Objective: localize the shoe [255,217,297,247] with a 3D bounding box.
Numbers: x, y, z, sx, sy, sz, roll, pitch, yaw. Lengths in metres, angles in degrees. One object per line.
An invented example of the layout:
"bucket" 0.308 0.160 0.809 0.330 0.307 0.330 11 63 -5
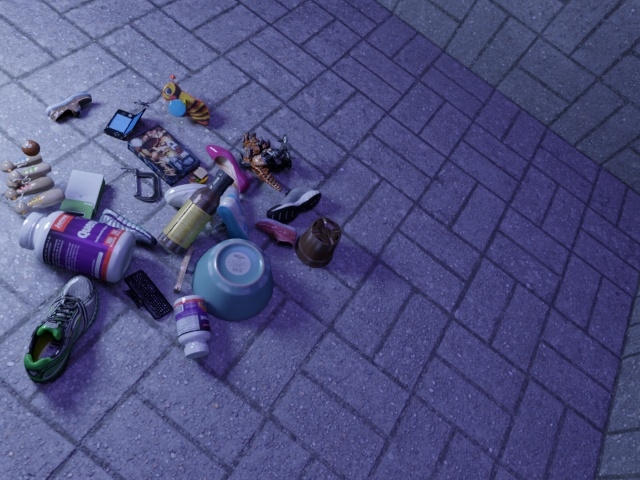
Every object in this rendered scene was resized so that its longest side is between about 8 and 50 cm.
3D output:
"shoe" -0.181 -0.028 1.879 0.177 0.063 0.081 17 52 -16

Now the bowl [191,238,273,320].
"bowl" -0.303 0.118 1.693 0.311 0.163 0.312 9 60 -16

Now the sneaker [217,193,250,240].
"sneaker" -0.311 -0.072 1.768 0.087 0.229 0.092 7 49 19

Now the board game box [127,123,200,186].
"board game box" -0.637 -0.351 1.905 0.243 0.042 0.165 41 56 5

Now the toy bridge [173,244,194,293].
"toy bridge" -0.493 0.095 1.693 0.026 0.063 0.188 16 58 -11

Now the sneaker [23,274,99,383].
"sneaker" -0.790 0.259 1.441 0.134 0.146 0.344 16 57 -12

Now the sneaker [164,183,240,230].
"sneaker" -0.446 -0.123 1.808 0.292 0.108 0.169 -3 60 -23

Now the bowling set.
"bowling set" -0.998 -0.230 1.560 0.154 0.200 0.287 -29 41 -33

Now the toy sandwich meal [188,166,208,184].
"toy sandwich meal" -0.498 -0.261 1.913 0.085 0.029 0.086 9 59 -16

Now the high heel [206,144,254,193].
"high heel" -0.395 -0.296 1.942 0.244 0.082 0.117 42 45 -10

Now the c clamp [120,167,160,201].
"c clamp" -0.698 -0.217 1.823 0.137 0.022 0.161 -5 62 -29

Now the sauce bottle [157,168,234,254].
"sauce bottle" -0.447 -0.108 1.711 0.111 0.111 0.344 39 87 4

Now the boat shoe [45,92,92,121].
"boat shoe" -0.991 -0.525 1.865 0.183 0.066 0.066 -36 83 -22

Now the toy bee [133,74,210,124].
"toy bee" -0.602 -0.605 1.972 0.298 0.162 0.195 7 19 -41

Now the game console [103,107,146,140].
"game console" -0.795 -0.489 1.898 0.124 0.085 0.144 20 56 -9

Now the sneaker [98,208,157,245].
"sneaker" -0.702 -0.021 1.688 0.223 0.083 0.098 30 76 3

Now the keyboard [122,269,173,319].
"keyboard" -0.604 0.189 1.615 0.100 0.038 0.192 -37 78 -32

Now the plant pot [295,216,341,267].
"plant pot" 0.000 0.000 1.870 0.166 0.165 0.167 10 59 -16

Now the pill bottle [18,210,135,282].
"pill bottle" -0.802 0.014 1.553 0.322 0.181 0.182 18 57 -10

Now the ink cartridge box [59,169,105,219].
"ink cartridge box" -0.864 -0.149 1.693 0.108 0.062 0.209 9 59 -15

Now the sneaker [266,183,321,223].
"sneaker" -0.124 -0.156 1.965 0.271 0.100 0.108 -30 62 -35

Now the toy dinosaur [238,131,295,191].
"toy dinosaur" -0.230 -0.341 2.014 0.218 0.164 0.322 -19 85 -14

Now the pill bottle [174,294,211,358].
"pill bottle" -0.430 0.293 1.578 0.108 0.108 0.194 -5 64 -23
